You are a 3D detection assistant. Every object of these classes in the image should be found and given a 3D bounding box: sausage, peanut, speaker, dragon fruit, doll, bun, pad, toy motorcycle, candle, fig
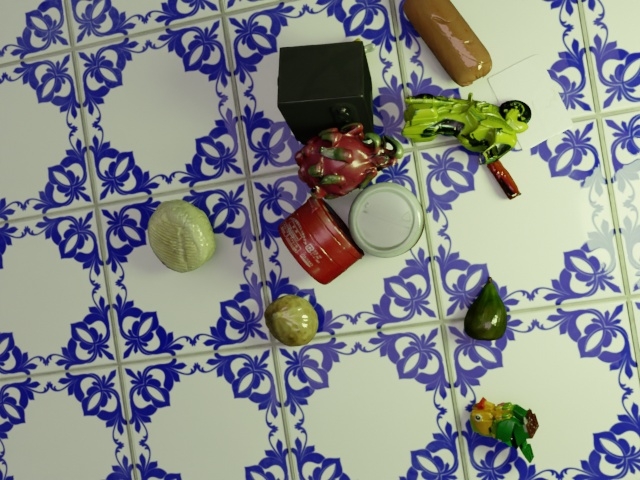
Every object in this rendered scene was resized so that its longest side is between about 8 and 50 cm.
[{"bbox_3d":[0.349,-0.560,1.816,0.121,0.121,0.304,-35,83,9],"label":"sausage"},{"bbox_3d":[-0.080,0.232,1.910,0.140,0.109,0.159,-36,96,19],"label":"peanut"},{"bbox_3d":[0.019,-0.389,1.794,0.232,0.254,0.184,-2,73,11],"label":"speaker"},{"bbox_3d":[0.070,-0.218,1.768,0.272,0.218,0.198,-20,44,-1],"label":"dragon fruit"},{"bbox_3d":[0.499,0.503,1.804,0.186,0.106,0.134,17,112,27],"label":"doll"},{"bbox_3d":[-0.403,-0.021,1.953,0.220,0.134,0.220,12,116,26],"label":"bun"},{"bbox_3d":[0.579,-0.381,1.833,0.156,0.004,0.232,-25,86,9],"label":"pad"},{"bbox_3d":[0.081,-0.519,1.872,0.135,0.113,0.071,-27,106,-10],"label":"doll"},{"bbox_3d":[0.393,-0.307,1.803,0.342,0.142,0.206,8,54,11],"label":"toy motorcycle"},{"bbox_3d":[0.493,-0.182,1.836,0.162,0.053,0.048,59,143,10],"label":"candle"},{"bbox_3d":[0.462,0.190,1.818,0.117,0.117,0.177,15,71,10],"label":"fig"}]

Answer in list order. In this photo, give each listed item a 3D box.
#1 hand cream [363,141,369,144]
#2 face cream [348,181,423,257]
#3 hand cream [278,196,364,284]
[{"bbox_3d":[0.101,-0.225,1.904,0.065,0.043,0.171,26,98,49],"label":"hand cream"},{"bbox_3d":[0.184,-0.054,1.816,0.201,0.187,0.201,0,90,11],"label":"face cream"},{"bbox_3d":[0.000,0.000,1.834,0.149,0.230,0.230,-38,84,7],"label":"hand cream"}]
